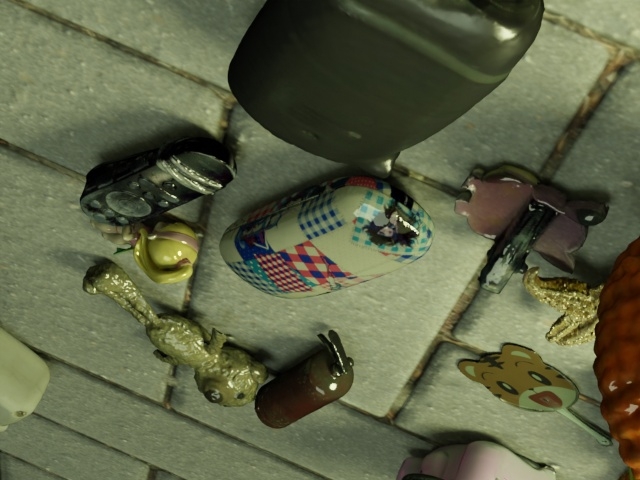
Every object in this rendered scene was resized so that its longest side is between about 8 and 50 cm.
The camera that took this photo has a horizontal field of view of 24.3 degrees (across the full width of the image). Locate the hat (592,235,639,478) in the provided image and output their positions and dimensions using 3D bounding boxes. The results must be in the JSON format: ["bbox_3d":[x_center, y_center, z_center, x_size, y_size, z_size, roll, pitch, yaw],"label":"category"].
[{"bbox_3d":[0.460,0.082,1.315,0.400,0.285,0.285,-21,130,39],"label":"hat"}]

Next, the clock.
[{"bbox_3d":[0.241,0.375,2.155,0.227,0.090,0.248,38,151,-22],"label":"clock"}]

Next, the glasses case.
[{"bbox_3d":[0.000,0.000,1.697,0.125,0.076,0.327,38,149,-22],"label":"glasses case"}]

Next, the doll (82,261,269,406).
[{"bbox_3d":[-0.199,0.135,2.102,0.203,0.091,0.286,-4,133,28],"label":"doll"}]

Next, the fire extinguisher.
[{"bbox_3d":[-0.019,0.194,2.069,0.089,0.072,0.268,60,150,5],"label":"fire extinguisher"}]

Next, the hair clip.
[{"bbox_3d":[0.208,-0.013,1.549,0.146,0.056,0.187,23,144,5],"label":"hair clip"}]

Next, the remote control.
[{"bbox_3d":[-0.189,-0.079,1.740,0.090,0.066,0.266,27,152,-34],"label":"remote control"}]

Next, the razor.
[{"bbox_3d":[0.045,-0.170,1.324,0.204,0.113,0.349,28,153,-11],"label":"razor"}]

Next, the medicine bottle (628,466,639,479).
[{"bbox_3d":[0.430,0.285,1.785,0.124,0.124,0.239,12,144,23],"label":"medicine bottle"}]

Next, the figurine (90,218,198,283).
[{"bbox_3d":[-0.226,0.007,1.903,0.187,0.083,0.083,16,153,37],"label":"figurine"}]

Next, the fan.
[{"bbox_3d":[0.290,0.202,1.894,0.227,0.008,0.152,35,150,-18],"label":"fan"}]

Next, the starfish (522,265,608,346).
[{"bbox_3d":[0.306,0.070,1.598,0.240,0.043,0.227,23,145,-35],"label":"starfish"}]

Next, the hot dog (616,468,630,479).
[{"bbox_3d":[0.429,0.323,1.964,0.062,0.038,0.144,26,153,-3],"label":"hot dog"}]

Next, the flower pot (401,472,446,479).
[{"bbox_3d":[0.162,0.408,2.070,0.157,0.107,0.157,25,154,13],"label":"flower pot"}]

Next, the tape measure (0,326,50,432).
[{"bbox_3d":[-0.606,0.216,2.511,0.258,0.130,0.265,37,150,-18],"label":"tape measure"}]
